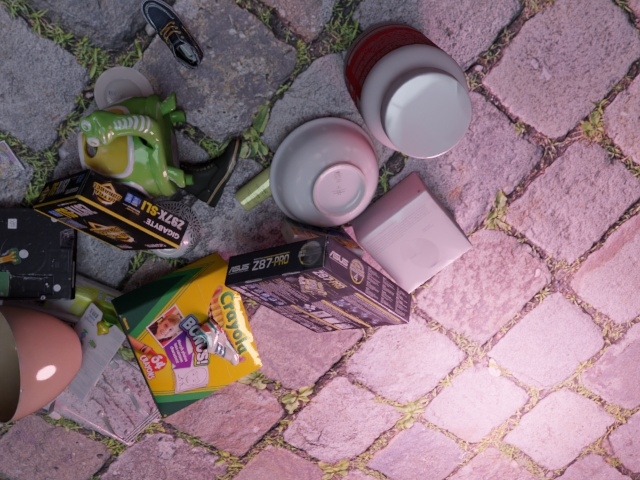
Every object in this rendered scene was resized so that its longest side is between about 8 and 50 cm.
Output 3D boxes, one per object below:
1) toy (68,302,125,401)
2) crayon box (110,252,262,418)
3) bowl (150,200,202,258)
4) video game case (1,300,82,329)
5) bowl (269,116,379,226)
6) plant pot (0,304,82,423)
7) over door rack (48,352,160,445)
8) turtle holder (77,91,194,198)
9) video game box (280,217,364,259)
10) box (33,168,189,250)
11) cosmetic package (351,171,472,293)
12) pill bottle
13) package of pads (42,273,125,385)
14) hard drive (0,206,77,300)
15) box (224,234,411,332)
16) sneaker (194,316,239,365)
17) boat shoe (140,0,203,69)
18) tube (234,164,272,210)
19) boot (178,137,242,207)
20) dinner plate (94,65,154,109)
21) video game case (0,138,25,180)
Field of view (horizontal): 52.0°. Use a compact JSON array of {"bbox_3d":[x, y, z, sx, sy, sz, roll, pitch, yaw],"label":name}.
[{"bbox_3d":[-0.606,0.292,1.737,0.137,0.056,0.237,40,108,14],"label":"toy"},{"bbox_3d":[-0.357,0.262,1.804,0.313,0.106,0.362,-25,122,-20],"label":"crayon box"},{"bbox_3d":[-0.399,-0.013,1.728,0.170,0.080,0.170,-3,118,-6],"label":"bowl"},{"bbox_3d":[-0.757,0.254,1.744,0.201,0.023,0.183,18,115,-18],"label":"video game case"},{"bbox_3d":[0.030,-0.148,1.647,0.298,0.134,0.297,-9,119,-16],"label":"bowl"},{"bbox_3d":[-0.714,0.291,1.631,0.191,0.284,0.284,-5,127,-48],"label":"plant pot"},{"bbox_3d":[-0.583,0.449,1.902,0.239,0.108,0.324,-42,136,2],"label":"over door rack"},{"bbox_3d":[-0.424,-0.201,1.487,0.228,0.320,0.243,-6,112,-3],"label":"turtle holder"},{"bbox_3d":[0.000,0.000,1.713,0.187,0.205,0.048,11,102,-14],"label":"video game box"},{"bbox_3d":[-0.500,-0.061,1.548,0.257,0.322,0.079,33,69,-34],"label":"box"},{"bbox_3d":[0.242,-0.021,1.767,0.224,0.138,0.224,-38,117,13],"label":"cosmetic package"},{"bbox_3d":[0.187,-0.332,1.439,0.229,0.407,0.229,-3,118,-5],"label":"pill bottle"},{"bbox_3d":[-0.672,0.243,1.822,0.229,0.101,0.296,26,112,-20],"label":"package of pads"},{"bbox_3d":[-0.795,0.034,1.658,0.339,0.064,0.236,0,87,-8],"label":"hard drive"},{"bbox_3d":[0.001,0.130,1.694,0.318,0.097,0.395,-11,149,37],"label":"box"},{"bbox_3d":[-0.281,0.285,1.763,0.075,0.057,0.161,-35,120,-16],"label":"sneaker"},{"bbox_3d":[-0.335,-0.471,1.486,0.065,0.083,0.183,-38,116,13],"label":"boat shoe"},{"bbox_3d":[-0.111,-0.168,1.694,0.240,0.062,0.070,-34,160,5],"label":"tube"},{"bbox_3d":[-0.290,-0.189,1.654,0.137,0.077,0.198,24,112,-13],"label":"boot"},{"bbox_3d":[-0.472,-0.347,1.576,0.141,0.017,0.141,-2,117,-4],"label":"dinner plate"},{"bbox_3d":[-0.809,-0.188,1.623,0.122,0.011,0.087,-23,119,6],"label":"video game case"}]
